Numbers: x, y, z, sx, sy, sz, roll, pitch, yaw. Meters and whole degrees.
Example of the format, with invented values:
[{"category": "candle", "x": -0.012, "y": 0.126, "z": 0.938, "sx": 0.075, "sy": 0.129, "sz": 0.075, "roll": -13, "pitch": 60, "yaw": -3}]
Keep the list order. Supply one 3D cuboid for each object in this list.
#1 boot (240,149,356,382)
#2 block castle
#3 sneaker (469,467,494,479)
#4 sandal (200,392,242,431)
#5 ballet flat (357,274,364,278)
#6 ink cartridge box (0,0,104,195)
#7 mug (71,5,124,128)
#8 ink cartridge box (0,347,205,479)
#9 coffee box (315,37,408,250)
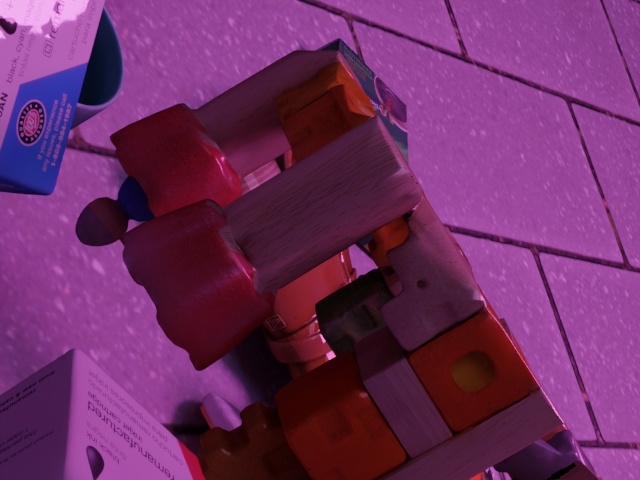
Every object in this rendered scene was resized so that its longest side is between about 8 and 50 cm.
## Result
[{"category": "boot", "x": 0.000, "y": 0.000, "z": 1.605, "sx": 0.220, "sy": 0.109, "sz": 0.283, "roll": 65, "pitch": 19, "yaw": -9}, {"category": "block castle", "x": 0.036, "y": 0.126, "z": 1.211, "sx": 0.453, "sy": 0.213, "sz": 0.303, "roll": 58, "pitch": 3, "yaw": -19}, {"category": "sneaker", "x": 0.084, "y": 0.162, "z": 1.529, "sx": 0.302, "sy": 0.108, "sz": 0.121, "roll": 39, "pitch": 67, "yaw": -59}, {"category": "sandal", "x": -0.027, "y": 0.228, "z": 1.404, "sx": 0.265, "sy": 0.076, "sz": 0.102, "roll": 54, "pitch": 5, "yaw": 28}, {"category": "ballet flat", "x": 0.061, "y": 0.086, "z": 1.649, "sx": 0.074, "sy": 0.074, "sz": 0.203, "roll": 47, "pitch": -3, "yaw": -29}, {"category": "ink cartridge box", "x": -0.266, "y": -0.142, "z": 1.132, "sx": 0.232, "sy": 0.168, "sz": 0.171, "roll": 22, "pitch": 80, "yaw": -51}, {"category": "mug", "x": -0.207, "y": -0.130, "z": 1.362, "sx": 0.129, "sy": 0.097, "sz": 0.158, "roll": 60, "pitch": 27, "yaw": -5}, {"category": "ink cartridge box", "x": -0.123, "y": 0.227, "z": 1.131, "sx": 0.197, "sy": 0.114, "sz": 0.273, "roll": 47, "pitch": 21, "yaw": -29}, {"category": "coffee box", "x": 0.036, "y": -0.083, "z": 1.803, "sx": 0.113, "sy": 0.040, "sz": 0.184, "roll": 43, "pitch": 34, "yaw": -35}]
